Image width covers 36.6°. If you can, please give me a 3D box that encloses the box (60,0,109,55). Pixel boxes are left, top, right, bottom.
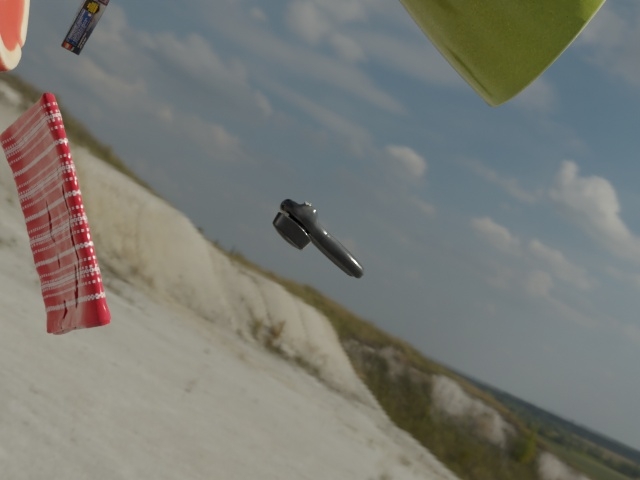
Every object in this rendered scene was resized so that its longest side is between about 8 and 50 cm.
[{"bbox_3d":[-0.275,-0.306,1.195,0.027,0.137,0.094,27,-43,-20],"label":"box"}]

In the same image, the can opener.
[{"bbox_3d":[0.000,0.000,1.567,0.186,0.073,0.059,40,-1,-26],"label":"can opener"}]

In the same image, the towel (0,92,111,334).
[{"bbox_3d":[-0.324,-0.022,1.166,0.031,0.275,0.198,-14,1,-32],"label":"towel"}]

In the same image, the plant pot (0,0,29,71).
[{"bbox_3d":[-0.424,-0.269,0.945,0.243,0.275,0.275,2,-1,-7],"label":"plant pot"}]

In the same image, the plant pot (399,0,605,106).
[{"bbox_3d":[0.182,-0.360,1.177,0.293,0.275,0.275,36,-5,-9],"label":"plant pot"}]
